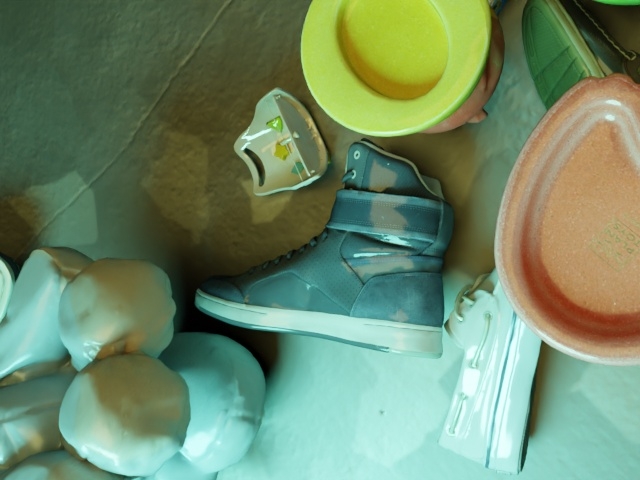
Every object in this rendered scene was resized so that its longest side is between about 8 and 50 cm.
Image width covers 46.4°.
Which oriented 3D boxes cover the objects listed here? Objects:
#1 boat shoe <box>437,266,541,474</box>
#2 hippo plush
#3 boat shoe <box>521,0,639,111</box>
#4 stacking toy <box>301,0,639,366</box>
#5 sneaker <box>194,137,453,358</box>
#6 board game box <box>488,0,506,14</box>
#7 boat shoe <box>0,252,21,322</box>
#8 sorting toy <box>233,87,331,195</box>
[{"bbox_3d":[0.130,0.067,0.563,0.076,0.083,0.226,9,98,19],"label":"boat shoe"},{"bbox_3d":[-0.147,0.170,0.583,0.234,0.237,0.294,35,92,46],"label":"hippo plush"},{"bbox_3d":[0.221,-0.086,0.528,0.074,0.080,0.223,-25,76,-5],"label":"boat shoe"},{"bbox_3d":[0.177,-0.099,0.458,0.279,0.130,0.309,-42,72,17],"label":"stacking toy"},{"bbox_3d":[0.002,0.000,0.613,0.226,0.086,0.163,4,86,29],"label":"sneaker"},{"bbox_3d":[0.095,-0.254,0.579,0.160,0.039,0.211,39,107,14],"label":"board game box"},{"bbox_3d":[-0.369,0.107,0.763,0.095,0.079,0.254,39,108,12],"label":"boat shoe"},{"bbox_3d":[-0.038,-0.076,0.644,0.075,0.045,0.083,-27,84,28],"label":"sorting toy"}]
